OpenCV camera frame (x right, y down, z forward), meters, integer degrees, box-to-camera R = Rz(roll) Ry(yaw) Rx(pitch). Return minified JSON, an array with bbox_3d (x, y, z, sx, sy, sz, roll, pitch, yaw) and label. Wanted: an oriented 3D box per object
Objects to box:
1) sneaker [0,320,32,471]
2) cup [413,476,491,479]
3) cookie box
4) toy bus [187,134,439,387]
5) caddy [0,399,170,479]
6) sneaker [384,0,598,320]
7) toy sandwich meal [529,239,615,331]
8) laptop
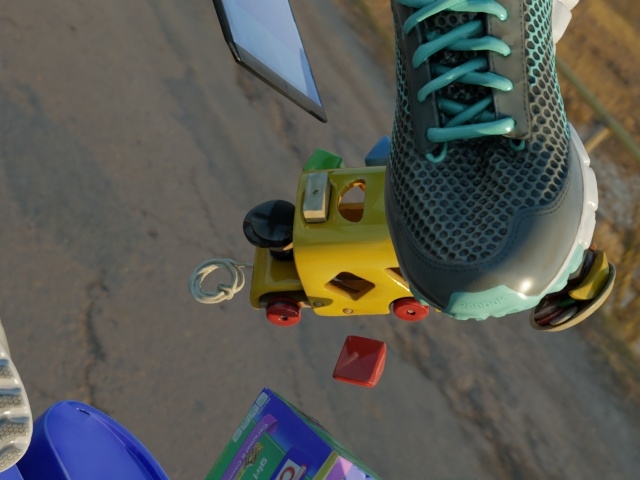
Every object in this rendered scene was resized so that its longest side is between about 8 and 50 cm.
[{"bbox_3d":[-0.292,0.036,0.914,0.115,0.105,0.281,161,-86,-69],"label":"sneaker"},{"bbox_3d":[0.143,0.351,1.160,0.331,0.331,0.237,47,29,12],"label":"cup"},{"bbox_3d":[-0.020,0.130,0.594,0.040,0.092,0.107,35,-3,-23],"label":"cookie box"},{"bbox_3d":[0.012,-0.005,0.947,0.191,0.202,0.104,40,-19,33],"label":"toy bus"},{"bbox_3d":[-0.219,0.297,1.019,0.341,0.179,0.241,52,29,20],"label":"caddy"},{"bbox_3d":[0.040,-0.056,0.360,0.076,0.065,0.167,56,30,-47],"label":"sneaker"},{"bbox_3d":[0.188,0.034,0.955,0.029,0.085,0.085,50,15,-15],"label":"toy sandwich meal"},{"bbox_3d":[-0.002,-0.244,0.869,0.136,0.264,0.234,36,4,13],"label":"laptop"}]
